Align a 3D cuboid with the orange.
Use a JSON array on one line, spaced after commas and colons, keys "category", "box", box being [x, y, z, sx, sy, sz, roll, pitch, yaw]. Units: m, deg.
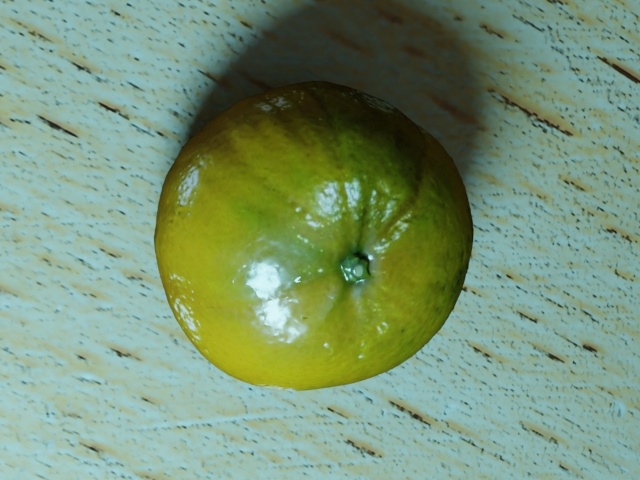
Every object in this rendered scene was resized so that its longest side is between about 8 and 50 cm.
[{"category": "orange", "box": [0.000, 0.000, 1.404, 0.240, 0.171, 0.240, -6, 105, -24]}]
